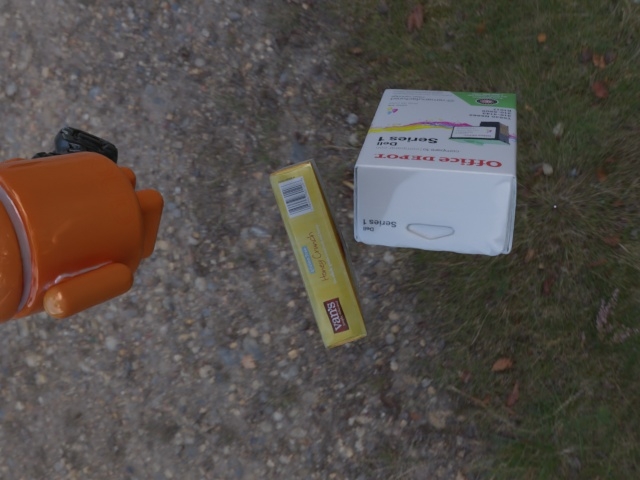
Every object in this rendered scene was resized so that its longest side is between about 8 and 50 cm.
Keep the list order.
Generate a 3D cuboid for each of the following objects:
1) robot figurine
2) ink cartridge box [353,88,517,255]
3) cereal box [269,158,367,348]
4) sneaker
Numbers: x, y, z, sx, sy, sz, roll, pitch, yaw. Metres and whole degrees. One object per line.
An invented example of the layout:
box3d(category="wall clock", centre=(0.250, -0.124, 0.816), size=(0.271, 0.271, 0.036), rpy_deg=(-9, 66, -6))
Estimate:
box3d(category="robot figurine", centre=(-0.238, -0.005, 0.627), size=(0.128, 0.219, 0.158), rpy_deg=(-25, 86, 42))
box3d(category="ink cartridge box", centre=(0.167, -0.106, 1.045), size=(0.201, 0.278, 0.117), rpy_deg=(5, 122, 12))
box3d(category="cereal box", centre=(0.000, 0.000, 0.802), size=(0.047, 0.240, 0.173), rpy_deg=(-19, 97, 4))
box3d(category="sneaker", centre=(-0.292, -0.052, 0.885), size=(0.101, 0.267, 0.106), rpy_deg=(24, 104, -15))
